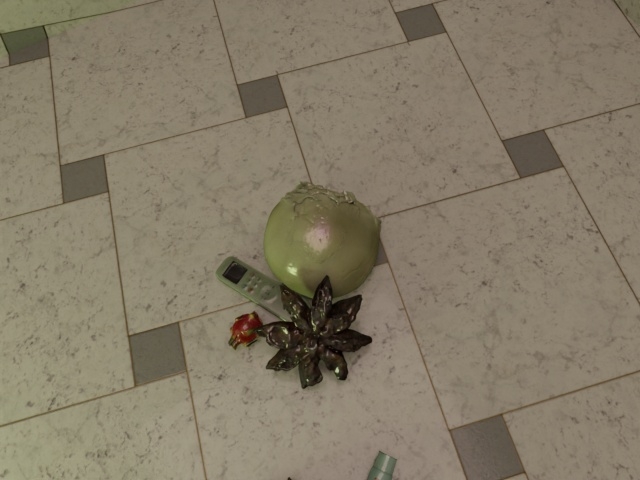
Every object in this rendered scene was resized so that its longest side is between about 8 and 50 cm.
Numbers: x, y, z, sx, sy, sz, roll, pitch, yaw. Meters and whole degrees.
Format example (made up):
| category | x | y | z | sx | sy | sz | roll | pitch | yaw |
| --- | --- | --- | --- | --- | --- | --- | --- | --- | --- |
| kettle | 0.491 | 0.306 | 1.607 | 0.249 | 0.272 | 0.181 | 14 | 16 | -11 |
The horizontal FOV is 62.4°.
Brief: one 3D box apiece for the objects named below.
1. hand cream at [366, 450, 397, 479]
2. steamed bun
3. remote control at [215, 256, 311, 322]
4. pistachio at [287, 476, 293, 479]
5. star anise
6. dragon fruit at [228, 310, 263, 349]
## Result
| category | x | y | z | sx | sy | sz | roll | pitch | yaw |
| --- | --- | --- | --- | --- | --- | --- | --- | --- | --- |
| hand cream | 0.106 | 0.694 | 1.308 | 0.085 | 0.058 | 0.331 | 27 | 75 | -4 |
| steamed bun | 0.000 | 0.000 | 1.513 | 0.333 | 0.233 | 0.312 | 9 | 66 | 8 |
| remote control | -0.170 | 0.149 | 1.561 | 0.309 | 0.038 | 0.090 | 31 | 71 | 15 |
| pistachio | -0.076 | 0.686 | 1.275 | 0.129 | 0.131 | 0.206 | -15 | 63 | -13 |
| star anise | -0.013 | 0.255 | 1.411 | 0.331 | 0.118 | 0.332 | -2 | 105 | -6 |
| dragon fruit | -0.215 | 0.255 | 1.495 | 0.116 | 0.081 | 0.086 | -35 | 80 | -13 |
